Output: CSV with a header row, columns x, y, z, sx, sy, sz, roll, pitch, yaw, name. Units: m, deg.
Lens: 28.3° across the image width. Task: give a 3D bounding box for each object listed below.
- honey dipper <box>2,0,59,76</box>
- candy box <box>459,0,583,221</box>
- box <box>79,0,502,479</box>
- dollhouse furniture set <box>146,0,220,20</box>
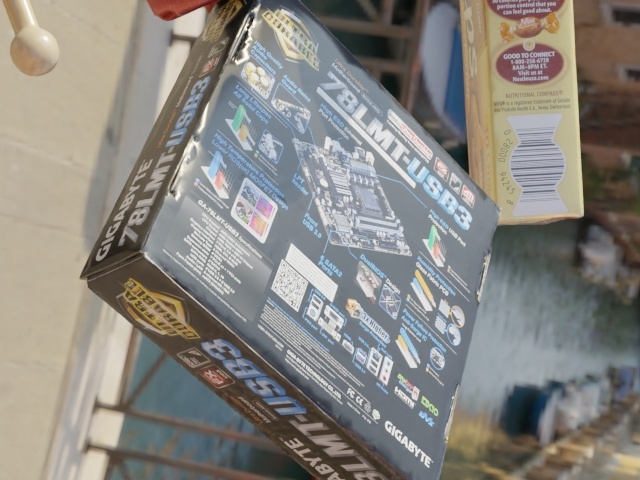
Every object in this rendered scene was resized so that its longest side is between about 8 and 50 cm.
x,y,z,sx,sy,sz,roll,pitch,yaw,name
-0.132,-0.135,0.487,0.161,0.030,0.030,67,15,9,honey dipper
0.187,-0.173,1.222,0.183,0.087,0.316,147,-59,-89,candy box
0.000,0.000,0.927,0.295,0.073,0.293,43,43,-27,box
0.033,-0.299,0.924,0.201,0.374,0.152,-58,125,-79,dollhouse furniture set
